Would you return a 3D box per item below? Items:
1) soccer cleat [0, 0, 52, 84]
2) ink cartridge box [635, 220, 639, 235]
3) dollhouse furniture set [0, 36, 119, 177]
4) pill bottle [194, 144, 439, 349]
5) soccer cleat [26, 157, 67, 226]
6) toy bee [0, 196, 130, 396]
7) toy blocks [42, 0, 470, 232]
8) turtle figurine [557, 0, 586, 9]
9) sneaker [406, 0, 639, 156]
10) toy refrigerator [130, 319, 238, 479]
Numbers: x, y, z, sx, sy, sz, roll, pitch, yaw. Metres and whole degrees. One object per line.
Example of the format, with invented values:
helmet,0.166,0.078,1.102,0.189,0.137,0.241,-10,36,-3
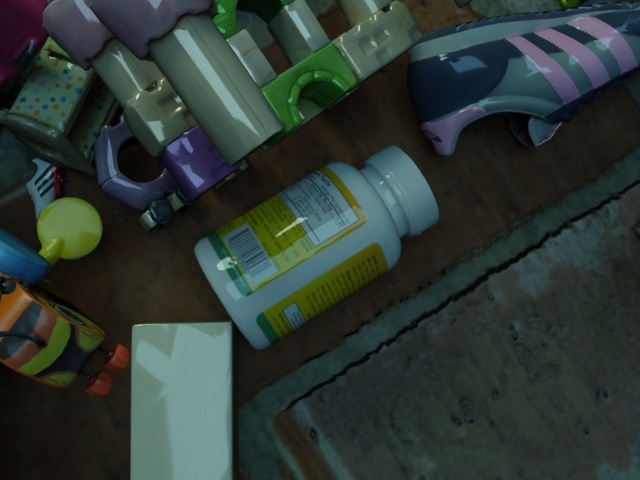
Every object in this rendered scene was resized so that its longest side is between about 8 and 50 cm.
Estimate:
soccer cleat,-0.363,-0.171,0.539,0.331,0.116,0.143,-20,60,19
ink cartridge box,0.472,0.034,0.555,0.151,0.270,0.395,-39,89,-9
dollhouse furniture set,-0.261,-0.180,0.599,0.160,0.101,0.182,19,75,6
pill bottle,0.000,0.000,0.599,0.208,0.117,0.118,-32,88,-7
soccer cleat,-0.270,-0.042,0.628,0.035,0.029,0.083,4,81,4
toy bee,-0.249,0.073,0.530,0.195,0.298,0.162,-42,127,9
toy blocks,-0.085,-0.202,0.512,0.288,0.309,0.260,-40,99,-24
turtle figurine,0.329,-0.351,0.676,0.217,0.087,0.270,-27,95,1
sneaker,0.243,-0.165,0.654,0.318,0.112,0.131,-9,102,-3
toy refrigerator,-0.122,0.208,0.577,0.094,0.102,0.270,-1,85,-5
